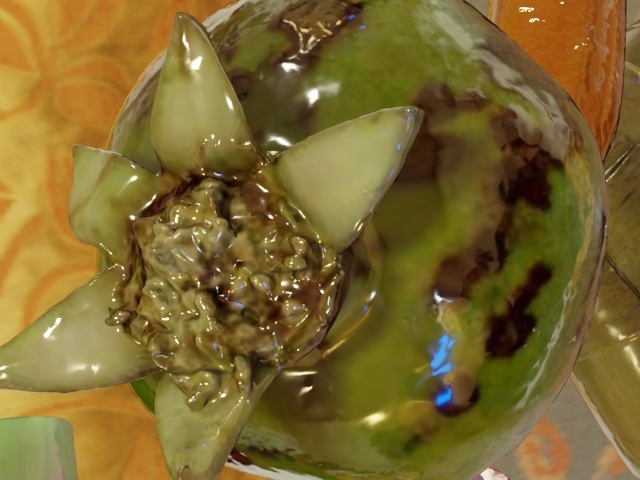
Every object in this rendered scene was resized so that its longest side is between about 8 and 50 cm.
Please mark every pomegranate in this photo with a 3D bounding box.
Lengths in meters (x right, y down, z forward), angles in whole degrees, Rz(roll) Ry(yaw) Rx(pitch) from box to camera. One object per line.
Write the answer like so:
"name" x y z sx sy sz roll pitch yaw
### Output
"pomegranate" -0.004 -0.004 0.388 0.148 0.169 0.149 -7 76 29

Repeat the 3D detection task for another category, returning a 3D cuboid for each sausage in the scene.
"sausage" 0.164 -0.187 1.034 0.094 0.097 0.349 4 64 7

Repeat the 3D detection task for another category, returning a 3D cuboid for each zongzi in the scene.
"zongzi" 0.422 0.002 1.458 0.467 0.218 0.500 -35 97 -11

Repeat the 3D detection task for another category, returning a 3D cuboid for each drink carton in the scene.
"drink carton" -0.251 0.227 1.246 0.146 0.144 0.142 -6 68 -13

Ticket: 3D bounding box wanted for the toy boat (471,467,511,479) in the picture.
"toy boat" 0.102 0.207 1.440 0.219 0.318 0.072 24 71 -9
